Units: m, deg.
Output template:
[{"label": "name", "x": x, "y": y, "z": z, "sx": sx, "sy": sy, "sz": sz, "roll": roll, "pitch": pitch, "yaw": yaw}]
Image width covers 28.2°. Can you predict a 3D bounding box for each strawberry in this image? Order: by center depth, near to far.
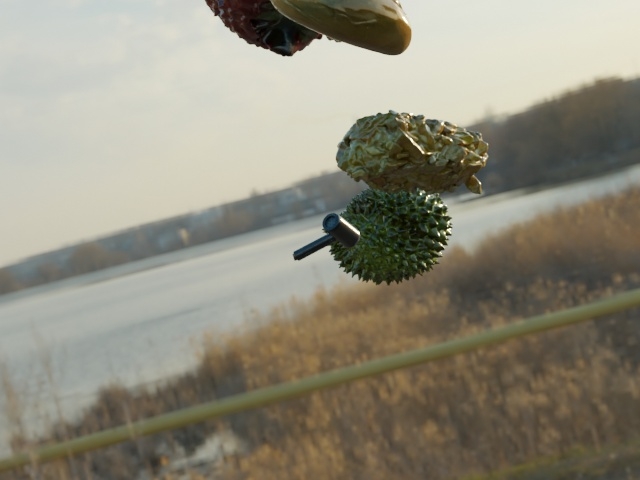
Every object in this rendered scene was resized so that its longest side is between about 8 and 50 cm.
[{"label": "strawberry", "x": -0.071, "y": -0.415, "z": 1.929, "sx": 0.261, "sy": 0.258, "sz": 0.261, "roll": -26, "pitch": -33, "yaw": -18}]

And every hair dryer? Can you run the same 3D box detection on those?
[{"label": "hair dryer", "x": 0.000, "y": 0.000, "z": 1.496, "sx": 0.083, "sy": 0.026, "sz": 0.047, "roll": -27, "pitch": -40, "yaw": 23}]

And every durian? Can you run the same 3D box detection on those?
[{"label": "durian", "x": 0.133, "y": -0.019, "z": 2.356, "sx": 0.237, "sy": 0.200, "sz": 0.176, "roll": -23, "pitch": 13, "yaw": -20}]

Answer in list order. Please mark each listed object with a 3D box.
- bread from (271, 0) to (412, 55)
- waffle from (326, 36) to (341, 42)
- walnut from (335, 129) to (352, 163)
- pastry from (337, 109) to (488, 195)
[{"label": "bread", "x": 0.030, "y": -0.276, "z": 1.485, "sx": 0.189, "sy": 0.077, "sz": 0.114, "roll": 13, "pitch": 25, "yaw": -23}, {"label": "waffle", "x": 0.033, "y": -0.431, "z": 2.227, "sx": 0.102, "sy": 0.148, "sz": 0.042, "roll": -31, "pitch": 25, "yaw": -8}, {"label": "walnut", "x": 0.070, "y": -0.138, "z": 2.030, "sx": 0.096, "sy": 0.079, "sz": 0.082, "roll": 23, "pitch": -5, "yaw": -31}, {"label": "pastry", "x": 0.145, "y": -0.125, "z": 1.936, "sx": 0.250, "sy": 0.102, "sz": 0.154, "roll": 10, "pitch": -34, "yaw": -43}]
